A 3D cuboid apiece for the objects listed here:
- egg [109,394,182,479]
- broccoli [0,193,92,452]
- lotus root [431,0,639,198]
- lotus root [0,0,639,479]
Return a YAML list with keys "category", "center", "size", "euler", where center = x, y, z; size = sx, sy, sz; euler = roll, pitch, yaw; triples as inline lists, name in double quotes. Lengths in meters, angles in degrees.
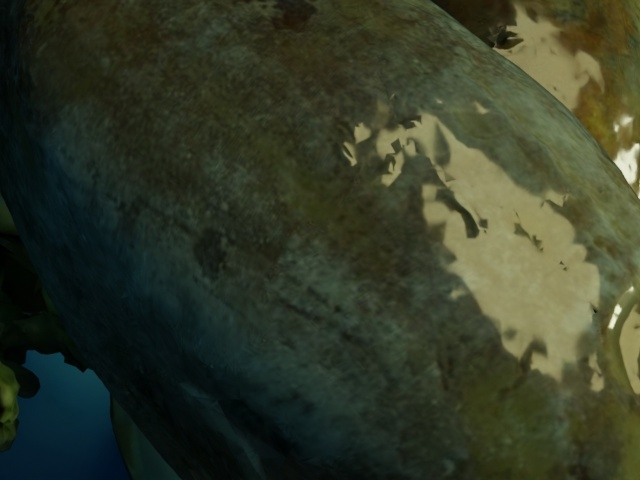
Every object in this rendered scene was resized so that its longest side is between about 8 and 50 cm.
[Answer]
- category: "egg"
  center: [0.007, 0.062, 0.686]
  size: [0.201, 0.201, 0.244]
  euler: [23, 3, -10]
- category: "broccoli"
  center: [-0.236, -0.038, 0.602]
  size: [0.338, 0.318, 0.277]
  euler: [57, 11, -7]
- category: "lotus root"
  center: [0.088, -0.088, 0.894]
  size: [0.251, 0.250, 0.346]
  euler: [11, 49, -23]
- category: "lotus root"
  center: [0.002, -0.001, 0.490]
  size: [0.349, 0.175, 0.175]
  euler: [48, 41, 14]
